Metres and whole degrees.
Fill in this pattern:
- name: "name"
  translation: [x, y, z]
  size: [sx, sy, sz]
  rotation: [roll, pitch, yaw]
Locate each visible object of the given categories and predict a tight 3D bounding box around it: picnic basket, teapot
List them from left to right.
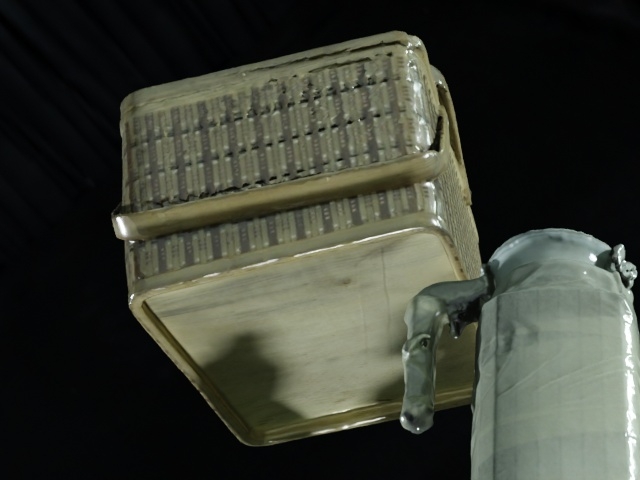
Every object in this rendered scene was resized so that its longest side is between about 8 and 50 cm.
- name: "picnic basket"
  translation: [0.000, 0.000, 1.138]
  size: [0.228, 0.313, 0.175]
  rotation: [-13, -119, 9]
- name: "teapot"
  translation: [0.085, 0.087, 0.666]
  size: [0.107, 0.077, 0.200]
  rotation: [-1, -135, 9]
